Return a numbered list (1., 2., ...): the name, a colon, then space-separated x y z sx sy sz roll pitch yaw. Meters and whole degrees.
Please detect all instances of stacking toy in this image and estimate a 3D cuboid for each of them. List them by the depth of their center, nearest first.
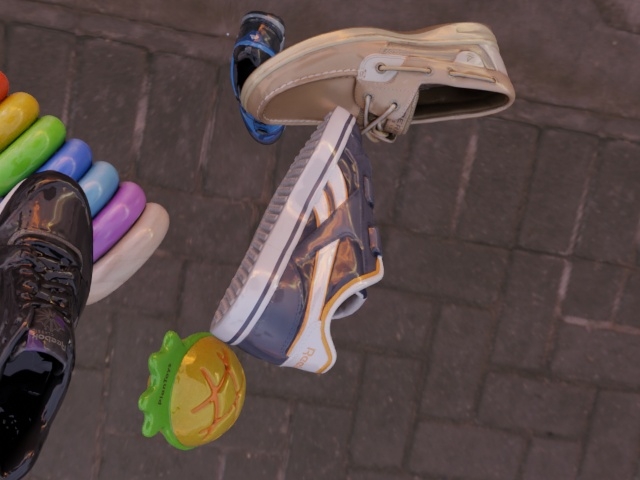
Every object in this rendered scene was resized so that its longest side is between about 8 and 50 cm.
1. stacking toy: -0.312 -0.090 0.916 0.141 0.141 0.330 -41 108 4

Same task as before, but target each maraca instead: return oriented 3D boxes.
1. maraca: -0.139 0.157 0.951 0.099 0.185 0.127 5 78 19

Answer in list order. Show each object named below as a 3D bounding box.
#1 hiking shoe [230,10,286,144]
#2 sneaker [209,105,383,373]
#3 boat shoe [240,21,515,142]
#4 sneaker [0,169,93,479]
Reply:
1. hiking shoe: -0.127 -0.283 1.707 0.113 0.132 0.304 11 141 12
2. sneaker: 0.000 0.000 0.941 0.127 0.321 0.126 31 142 -10
3. boat shoe: 0.076 -0.181 1.077 0.341 0.122 0.110 -13 67 -16
4. sneaker: -0.233 0.069 0.752 0.107 0.124 0.283 23 66 -34
